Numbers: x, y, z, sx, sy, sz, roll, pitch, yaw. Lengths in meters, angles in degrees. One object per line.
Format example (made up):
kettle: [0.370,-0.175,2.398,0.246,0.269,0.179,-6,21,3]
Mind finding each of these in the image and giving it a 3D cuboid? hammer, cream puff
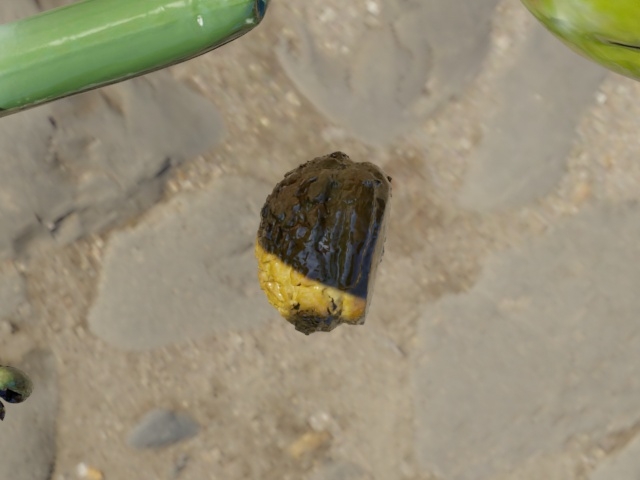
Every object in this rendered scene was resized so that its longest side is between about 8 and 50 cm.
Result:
hammer: [-0.183,-0.095,0.902,0.336,0.206,0.118,-20,118,-15]
cream puff: [0.000,0.000,1.476,0.115,0.165,0.150,14,156,2]

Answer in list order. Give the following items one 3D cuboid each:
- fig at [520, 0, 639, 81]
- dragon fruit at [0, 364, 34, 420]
fig: [0.205,-0.139,0.605,0.275,0.206,0.206,10,113,-13]
dragon fruit: [-0.435,0.140,1.600,0.273,0.218,0.198,-33,135,-14]
